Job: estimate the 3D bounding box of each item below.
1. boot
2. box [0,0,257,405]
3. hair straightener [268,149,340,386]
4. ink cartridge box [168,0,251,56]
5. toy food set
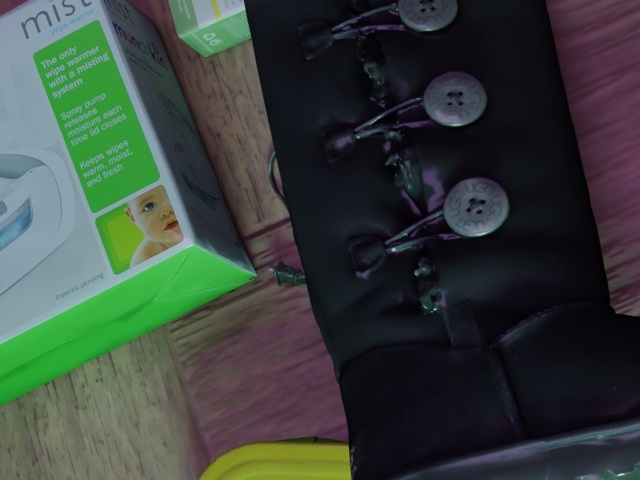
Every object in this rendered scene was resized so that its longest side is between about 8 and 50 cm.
[{"bbox_3d":[0.160,-0.024,1.026,0.367,0.146,0.445,-8,53,-6],"label":"boot"},{"bbox_3d":[-0.215,-0.027,1.170,0.262,0.127,0.231,-26,72,11],"label":"box"},{"bbox_3d":[0.000,0.000,1.132,0.089,0.047,0.230,-17,71,13],"label":"hair straightener"},{"bbox_3d":[-0.012,-0.258,1.201,0.235,0.056,0.171,-21,70,14],"label":"ink cartridge box"},{"bbox_3d":[0.023,0.188,1.073,0.218,0.071,0.128,0,100,20],"label":"toy food set"}]
